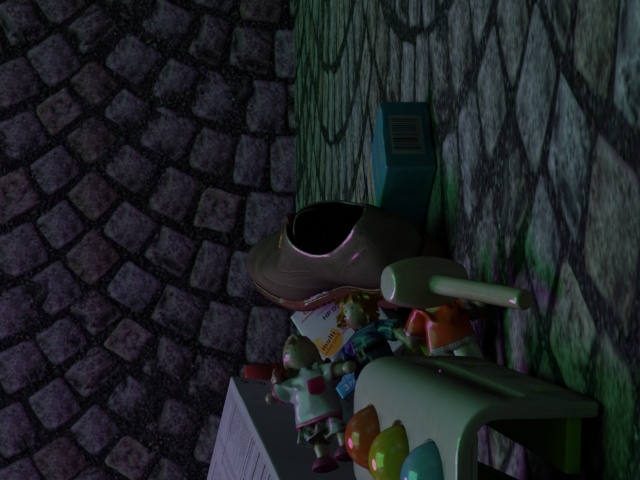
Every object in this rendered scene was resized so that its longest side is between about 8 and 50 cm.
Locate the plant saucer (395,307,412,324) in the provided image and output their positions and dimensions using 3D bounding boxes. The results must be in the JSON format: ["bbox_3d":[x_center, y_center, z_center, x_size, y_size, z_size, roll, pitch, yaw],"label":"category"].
[{"bbox_3d":[0.102,0.153,1.858,0.168,0.029,0.169,180,90,-85],"label":"plant saucer"}]

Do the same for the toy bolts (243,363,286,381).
[{"bbox_3d":[-0.004,0.250,1.979,0.218,0.228,0.159,106,164,-52],"label":"toy bolts"}]

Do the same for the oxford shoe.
[{"bbox_3d":[0.000,0.000,1.722,0.348,0.130,0.123,-7,48,55],"label":"oxford shoe"}]

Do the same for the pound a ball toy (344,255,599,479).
[{"bbox_3d":[0.097,0.126,1.163,0.319,0.135,0.208,-166,76,-75],"label":"pound a ball toy"}]

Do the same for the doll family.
[{"bbox_3d":[0.074,0.111,1.426,0.118,0.263,0.163,15,-129,-51],"label":"doll family"}]

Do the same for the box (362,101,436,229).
[{"bbox_3d":[0.091,-0.056,1.798,0.244,0.060,0.101,98,170,-55],"label":"box"}]

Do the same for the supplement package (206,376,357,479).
[{"bbox_3d":[-0.009,0.315,1.768,0.263,0.199,0.198,-126,47,-64],"label":"supplement package"}]

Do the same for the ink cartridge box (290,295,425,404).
[{"bbox_3d":[0.037,0.104,1.788,0.061,0.104,0.181,34,-164,-49],"label":"ink cartridge box"}]
